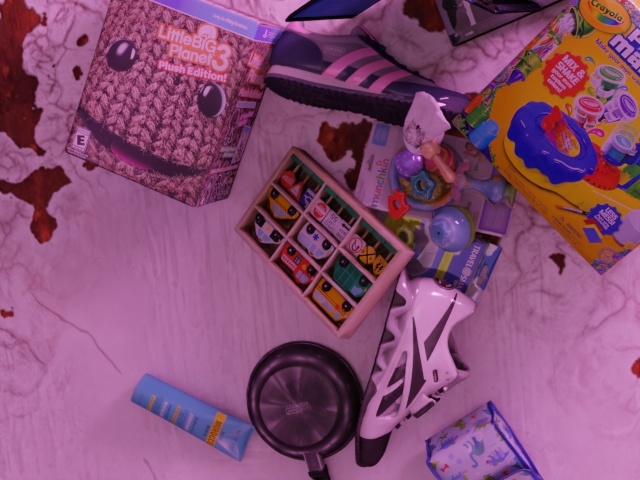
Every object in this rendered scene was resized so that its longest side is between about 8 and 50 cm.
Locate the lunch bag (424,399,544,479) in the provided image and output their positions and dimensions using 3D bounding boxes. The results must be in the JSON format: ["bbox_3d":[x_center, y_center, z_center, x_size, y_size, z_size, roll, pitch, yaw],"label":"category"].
[{"bbox_3d":[0.250,0.346,1.561,0.128,0.096,0.151,-33,103,13],"label":"lunch bag"}]

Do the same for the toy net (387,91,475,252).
[{"bbox_3d":[0.151,-0.096,1.463,0.122,0.045,0.232,3,103,42],"label":"toy net"}]

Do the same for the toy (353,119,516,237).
[{"bbox_3d":[0.175,-0.098,1.515,0.237,0.056,0.137,14,79,9],"label":"toy"}]

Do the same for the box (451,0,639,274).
[{"bbox_3d":[0.388,-0.167,1.372,0.290,0.177,0.279,46,121,3],"label":"box"}]

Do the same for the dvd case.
[{"bbox_3d":[0.231,-0.425,1.481,0.179,0.029,0.239,-20,92,21],"label":"dvd case"}]

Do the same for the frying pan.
[{"bbox_3d":[-0.038,0.323,1.652,0.197,0.053,0.326,10,97,14],"label":"frying pan"}]

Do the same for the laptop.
[{"bbox_3d":[0.130,-0.309,1.396,0.264,0.234,0.137,29,114,17],"label":"laptop"}]

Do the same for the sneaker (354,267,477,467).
[{"bbox_3d":[0.142,0.214,1.542,0.146,0.122,0.331,17,113,4],"label":"sneaker"}]

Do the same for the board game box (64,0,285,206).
[{"bbox_3d":[-0.220,-0.231,1.569,0.232,0.141,0.291,22,103,10],"label":"board game box"}]

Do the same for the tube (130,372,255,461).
[{"bbox_3d":[-0.209,0.288,1.689,0.207,0.052,0.080,26,125,6],"label":"tube"}]

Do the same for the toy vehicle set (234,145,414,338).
[{"bbox_3d":[0.000,0.000,1.543,0.267,0.035,0.166,44,107,31],"label":"toy vehicle set"}]

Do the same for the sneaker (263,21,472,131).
[{"bbox_3d":[0.083,-0.251,1.513,0.318,0.112,0.131,15,76,2],"label":"sneaker"}]

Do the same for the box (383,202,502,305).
[{"bbox_3d":[0.172,0.024,1.558,0.178,0.042,0.109,24,103,11],"label":"box"}]
